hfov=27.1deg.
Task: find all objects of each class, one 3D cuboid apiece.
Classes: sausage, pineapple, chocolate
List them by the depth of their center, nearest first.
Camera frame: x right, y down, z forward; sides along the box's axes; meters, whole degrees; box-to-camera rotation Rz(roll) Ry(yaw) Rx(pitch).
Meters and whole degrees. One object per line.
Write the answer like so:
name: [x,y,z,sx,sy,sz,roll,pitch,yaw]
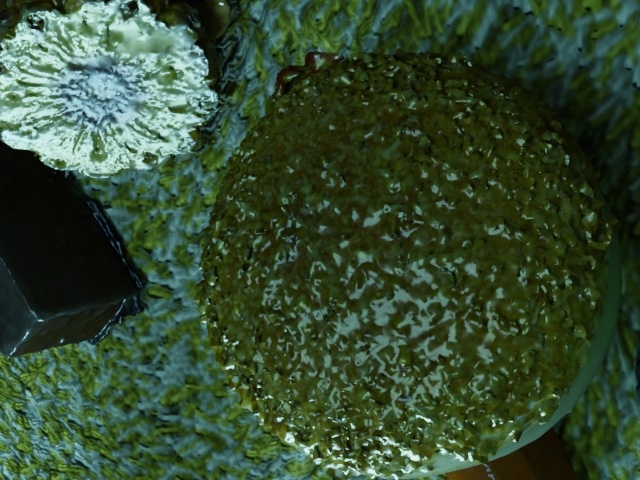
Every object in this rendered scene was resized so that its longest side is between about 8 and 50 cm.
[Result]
sausage: [0.133,0.163,0.939,0.089,0.089,0.179,-23,94,39]
pineapple: [-0.173,-0.120,1.032,0.221,0.221,0.047,-49,32,36]
chocolate: [-0.295,-0.039,1.190,0.112,0.112,0.321,-43,76,40]

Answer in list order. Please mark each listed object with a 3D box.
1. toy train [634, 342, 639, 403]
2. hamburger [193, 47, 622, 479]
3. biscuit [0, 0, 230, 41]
toy train: [0.311,0.085,0.672,0.307,0.249,0.173,52,124,13]
hamburger: [0.050,0.016,0.857,0.294,0.179,0.276,24,91,35]
biscuit: [-0.207,-0.221,0.993,0.269,0.051,0.376,-15,134,9]
